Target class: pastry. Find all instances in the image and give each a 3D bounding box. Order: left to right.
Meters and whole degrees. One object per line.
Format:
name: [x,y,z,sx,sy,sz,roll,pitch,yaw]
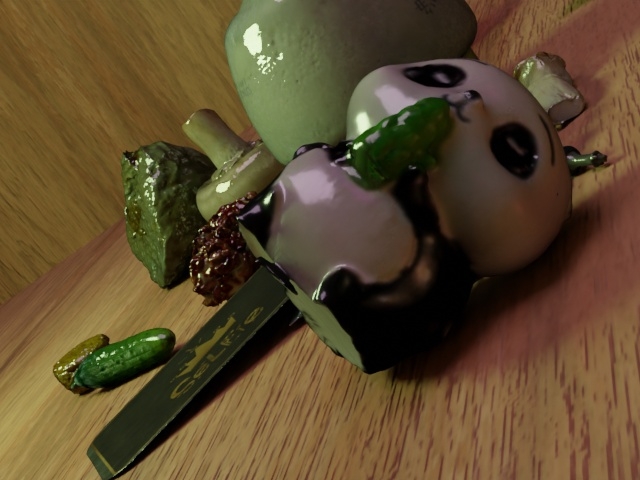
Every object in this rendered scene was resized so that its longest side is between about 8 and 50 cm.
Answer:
pastry: [-0.338,0.179,1.885,0.097,0.057,0.109,-26,17,41]
pastry: [-0.112,0.012,1.746,0.097,0.115,0.208,-21,14,18]

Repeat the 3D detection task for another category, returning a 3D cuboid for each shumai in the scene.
shumai: [-0.221,-0.056,2.198,0.218,0.255,0.189,-22,42,-32]

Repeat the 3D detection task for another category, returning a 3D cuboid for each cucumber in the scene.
cucumber: [-0.266,0.160,1.745,0.250,0.056,0.056,-24,17,42]

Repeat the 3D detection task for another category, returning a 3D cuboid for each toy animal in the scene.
toy animal: [0.075,-0.031,1.053,0.267,0.212,0.212,-45,11,-2]

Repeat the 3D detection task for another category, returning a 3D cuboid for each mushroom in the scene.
mushroom: [-0.126,-0.123,2.056,0.207,0.215,0.207,-42,4,3]
mushroom: [0.258,-0.170,1.460,0.059,0.054,0.202,-33,16,15]

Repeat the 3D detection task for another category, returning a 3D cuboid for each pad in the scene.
pad: [-0.135,0.103,1.447,0.375,0.063,0.315,-47,13,-12]

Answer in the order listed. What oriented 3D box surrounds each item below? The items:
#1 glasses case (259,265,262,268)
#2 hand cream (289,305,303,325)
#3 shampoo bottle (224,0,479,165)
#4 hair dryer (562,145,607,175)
glasses case: [-0.001,0.001,1.606,0.191,0.042,0.072,-25,24,49]
hand cream: [0.085,-0.020,1.400,0.312,0.070,0.111,-43,11,14]
shampoo bottle: [0.044,-0.236,1.703,0.322,0.317,0.322,-38,9,7]
hair dryer: [0.204,-0.072,1.236,0.100,0.057,0.198,-43,18,-20]
